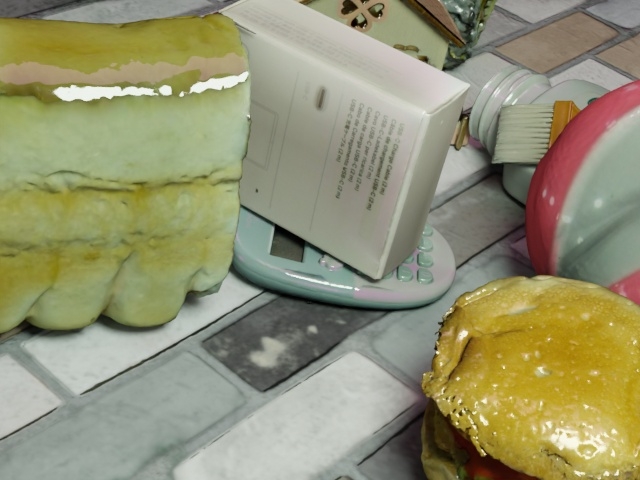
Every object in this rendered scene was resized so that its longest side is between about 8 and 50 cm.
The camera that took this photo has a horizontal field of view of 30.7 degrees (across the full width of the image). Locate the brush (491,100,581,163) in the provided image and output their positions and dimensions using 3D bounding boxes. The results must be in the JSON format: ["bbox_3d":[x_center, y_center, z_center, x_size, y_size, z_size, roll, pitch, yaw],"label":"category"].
[{"bbox_3d":[0.353,-0.120,1.319,0.314,0.017,0.090,3,65,21],"label":"brush"}]

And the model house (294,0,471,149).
[{"bbox_3d":[0.048,-0.241,1.422,0.326,0.244,0.169,5,35,-12],"label":"model house"}]

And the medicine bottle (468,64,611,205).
[{"bbox_3d":[0.331,-0.091,1.398,0.179,0.124,0.324,-36,54,-23],"label":"medicine bottle"}]

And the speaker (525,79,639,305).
[{"bbox_3d":[0.351,-0.028,1.181,0.294,0.294,0.294,8,36,-6],"label":"speaker"}]

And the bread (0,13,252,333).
[{"bbox_3d":[-0.245,-0.068,1.066,0.341,0.300,0.210,-8,39,-19],"label":"bread"}]

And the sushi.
[{"bbox_3d":[0.180,-0.363,1.613,0.139,0.274,0.184,20,62,14],"label":"sushi"}]

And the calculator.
[{"bbox_3d":[0.000,0.000,1.254,0.298,0.041,0.185,11,36,-5],"label":"calculator"}]

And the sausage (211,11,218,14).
[{"bbox_3d":[-0.154,-0.245,1.540,0.034,0.034,0.253,12,36,-1],"label":"sausage"}]

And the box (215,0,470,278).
[{"bbox_3d":[0.001,-0.110,1.189,0.251,0.203,0.106,29,37,21],"label":"box"}]

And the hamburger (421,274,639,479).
[{"bbox_3d":[0.202,0.156,1.010,0.244,0.163,0.244,2,40,-2],"label":"hamburger"}]
